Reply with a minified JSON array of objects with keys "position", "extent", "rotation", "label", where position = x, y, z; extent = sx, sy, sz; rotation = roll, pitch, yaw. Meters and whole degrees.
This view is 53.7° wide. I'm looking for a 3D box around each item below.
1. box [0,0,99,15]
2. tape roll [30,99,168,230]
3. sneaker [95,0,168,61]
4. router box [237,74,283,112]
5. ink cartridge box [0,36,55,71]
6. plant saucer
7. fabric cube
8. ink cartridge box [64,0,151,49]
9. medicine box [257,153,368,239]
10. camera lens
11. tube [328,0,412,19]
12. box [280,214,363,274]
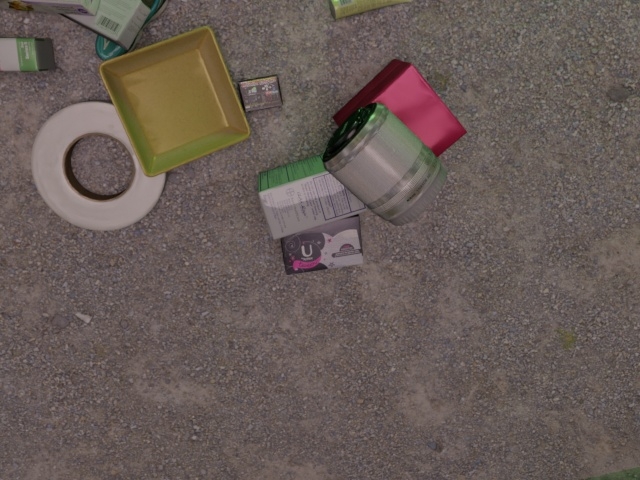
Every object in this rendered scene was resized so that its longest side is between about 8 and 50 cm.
[{"position":[-0.736,-0.644,1.670],"extent":[0.323,0.063,0.067],"rotation":[9,84,18],"label":"box"},{"position":[-0.650,-0.222,1.879],"extent":[0.391,0.072,0.392],"rotation":[-2,106,-5],"label":"tape roll"},{"position":[-0.533,-0.612,1.751],"extent":[0.107,0.110,0.275],"rotation":[39,100,-16],"label":"sneaker"},{"position":[-0.178,-0.436,1.876],"extent":[0.122,0.038,0.092],"rotation":[-10,108,-3],"label":"router box"},{"position":[-0.859,-0.507,1.726],"extent":[0.212,0.154,0.093],"rotation":[-3,107,-4],"label":"ink cartridge box"},{"position":[-0.410,-0.393,1.799],"extent":[0.332,0.081,0.333],"rotation":[-25,109,-14],"label":"plant saucer"},{"position":[0.219,-0.338,1.833],"extent":[0.258,0.259,0.254],"rotation":[-42,107,10],"label":"fabric cube"},{"position":[-0.566,-0.672,1.689],"extent":[0.275,0.060,0.239],"rotation":[30,89,19],"label":"ink cartridge box"},{"position":[-0.030,-0.145,1.862],"extent":[0.289,0.263,0.149],"rotation":[-16,108,0],"label":"medicine box"},{"position":[0.159,-0.198,1.624],"extent":[0.274,0.219,0.219],"rotation":[41,99,-15],"label":"camera lens"},{"position":[0.145,-0.700,1.822],"extent":[0.240,0.062,0.070],"rotation":[-20,151,-4],"label":"tube"},{"position":[0.000,0.000,1.973],"extent":[0.247,0.142,0.163],"rotation":[-8,107,-3],"label":"box"}]
